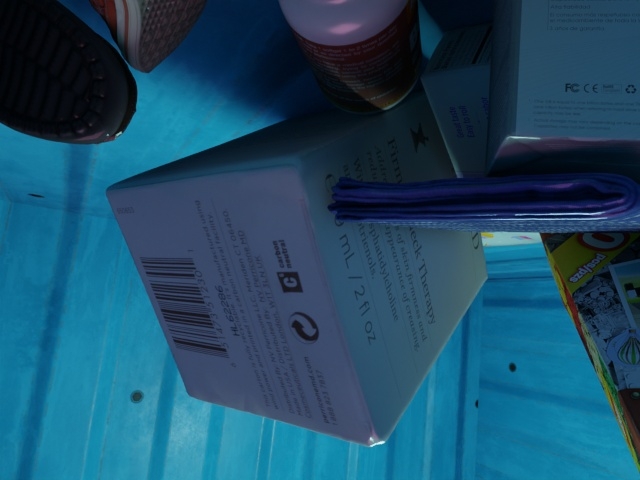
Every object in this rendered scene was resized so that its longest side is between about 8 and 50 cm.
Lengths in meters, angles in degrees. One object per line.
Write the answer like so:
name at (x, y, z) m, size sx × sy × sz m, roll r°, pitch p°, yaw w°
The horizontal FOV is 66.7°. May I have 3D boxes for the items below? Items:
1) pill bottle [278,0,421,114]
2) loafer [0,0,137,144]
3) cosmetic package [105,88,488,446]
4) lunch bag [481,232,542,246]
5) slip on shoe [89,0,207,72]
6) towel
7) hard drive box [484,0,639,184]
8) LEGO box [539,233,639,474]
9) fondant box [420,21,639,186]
pill bottle at (0.031, -0.217, 0.458) m, size 0.121 × 0.121 × 0.216 m, roll 3°, pitch 171°, yaw 14°
loafer at (-0.330, -0.213, 0.548) m, size 0.366 × 0.133 × 0.130 m, roll 31°, pitch -169°, yaw 19°
cosmetic package at (0.000, 0.000, 0.696) m, size 0.328 × 0.329 × 0.394 m, roll -2°, pitch -157°, yaw 37°
lunch bag at (0.362, -0.068, 0.857) m, size 0.224 × 0.160 × 0.262 m, roll -2°, pitch -166°, yaw 42°
slip on shoe at (-0.177, -0.258, 0.444) m, size 0.101 × 0.123 × 0.331 m, roll 41°, pitch 173°, yaw -4°
towel at (0.198, -0.030, 0.478) m, size 0.243 × 0.040 × 0.336 m, roll 2°, pitch 180°, yaw 40°
hard drive box at (0.219, -0.161, 0.340) m, size 0.181 × 0.232 × 0.089 m, roll 5°, pitch 171°, yaw 10°
LEGO box at (0.547, 0.058, 0.513) m, size 0.501 × 0.372 × 0.193 m, roll -20°, pitch 120°, yaw 19°
fondant box at (0.308, -0.128, 0.532) m, size 0.331 × 0.096 × 0.238 m, roll 7°, pitch 147°, yaw 38°
